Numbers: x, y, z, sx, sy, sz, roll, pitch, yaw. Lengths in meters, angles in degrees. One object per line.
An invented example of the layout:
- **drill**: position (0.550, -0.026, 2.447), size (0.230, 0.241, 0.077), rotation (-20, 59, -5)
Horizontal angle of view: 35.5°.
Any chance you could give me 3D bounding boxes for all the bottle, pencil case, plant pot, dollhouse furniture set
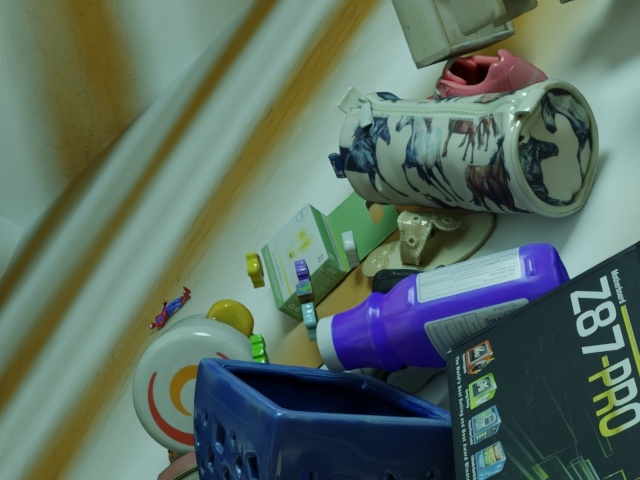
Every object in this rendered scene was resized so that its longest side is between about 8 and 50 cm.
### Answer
- **bottle**: position (0.136, 0.086, 1.104), size (0.282, 0.118, 0.092), rotation (-16, 51, 21)
- **pencil case**: position (0.179, -0.123, 1.312), size (0.410, 0.183, 0.160), rotation (8, 64, 58)
- **plant pot**: position (-0.007, 0.259, 1.062), size (0.236, 0.236, 0.212), rotation (13, 92, 63)
- **dollhouse furniture set**: position (0.262, -0.421, 1.303), size (0.362, 0.256, 0.394), rotation (-23, 3, -38)

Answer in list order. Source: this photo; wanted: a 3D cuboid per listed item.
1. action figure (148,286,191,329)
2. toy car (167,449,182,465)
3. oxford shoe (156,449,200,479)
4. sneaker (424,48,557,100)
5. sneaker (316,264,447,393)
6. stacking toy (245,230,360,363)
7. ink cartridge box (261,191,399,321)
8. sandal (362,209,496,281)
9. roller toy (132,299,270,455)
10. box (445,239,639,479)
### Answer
- **action figure**: position (-0.309, 0.141, 2.023), size (0.115, 0.030, 0.038), rotation (-47, 30, 16)
- **toy car**: position (-0.210, 0.309, 1.600), size (0.060, 0.040, 0.122), rotation (-16, 43, 53)
- **oxford shoe**: position (-0.244, 0.435, 1.397), size (0.348, 0.123, 0.130), rotation (-45, 30, 18)
- **sneaker**: position (0.214, -0.218, 1.454), size (0.314, 0.136, 0.116), rotation (-3, 52, 59)
- **sneaker**: position (0.071, 0.133, 1.281), size (0.268, 0.101, 0.153), rotation (-35, 28, 22)
- **stacking toy**: position (-0.019, 0.089, 1.442), size (0.167, 0.052, 0.221), rotation (-13, 47, 5)
- **ink cartridge box**: position (0.012, -0.005, 1.602), size (0.235, 0.056, 0.171), rotation (-46, 32, 18)
- **sandal**: position (0.126, -0.002, 1.385), size (0.240, 0.079, 0.088), rotation (-23, 37, 47)
- **roller toy**: position (-0.171, 0.206, 1.464), size (0.191, 0.209, 0.146), rotation (-17, 6, 5)
- **box**: position (0.265, 0.181, 0.847), size (0.318, 0.097, 0.395), rotation (-32, 29, 26)
